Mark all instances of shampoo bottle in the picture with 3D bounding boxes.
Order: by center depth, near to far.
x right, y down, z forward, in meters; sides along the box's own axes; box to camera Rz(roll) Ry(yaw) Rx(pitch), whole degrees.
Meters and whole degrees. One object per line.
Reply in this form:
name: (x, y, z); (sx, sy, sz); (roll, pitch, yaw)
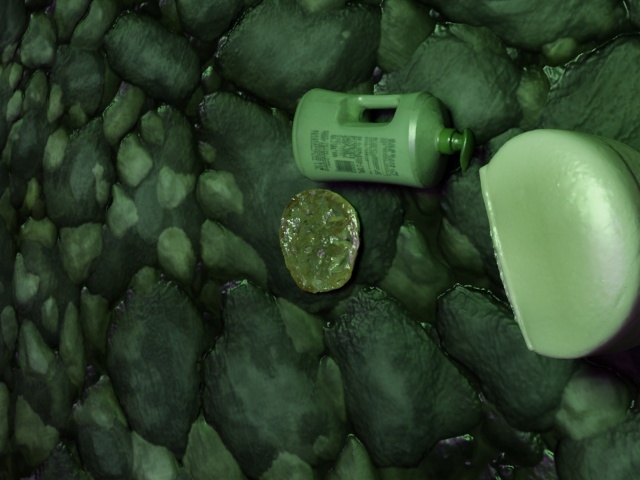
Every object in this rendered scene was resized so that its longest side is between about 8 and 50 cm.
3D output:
shampoo bottle: (0.082, -0.122, 1.431); (0.234, 0.087, 0.118); (7, 94, 37)

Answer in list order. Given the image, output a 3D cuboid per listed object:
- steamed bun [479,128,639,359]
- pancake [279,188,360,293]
steamed bun: (0.282, -0.003, 1.240); (0.164, 0.146, 0.241); (-21, 77, 40)
pancake: (0.000, 0.000, 1.532); (0.139, 0.022, 0.139); (-1, 88, 38)
